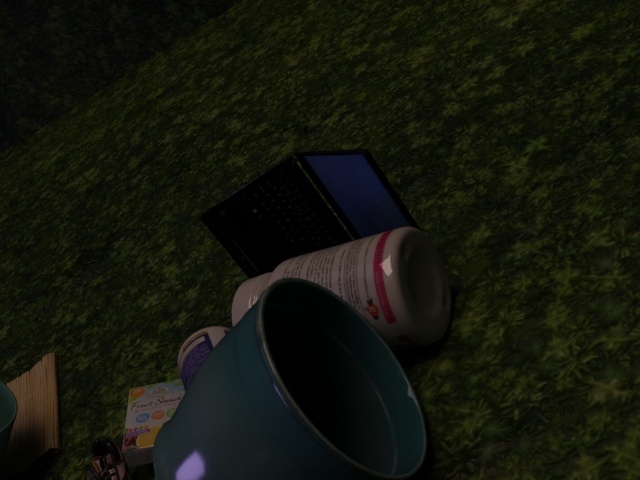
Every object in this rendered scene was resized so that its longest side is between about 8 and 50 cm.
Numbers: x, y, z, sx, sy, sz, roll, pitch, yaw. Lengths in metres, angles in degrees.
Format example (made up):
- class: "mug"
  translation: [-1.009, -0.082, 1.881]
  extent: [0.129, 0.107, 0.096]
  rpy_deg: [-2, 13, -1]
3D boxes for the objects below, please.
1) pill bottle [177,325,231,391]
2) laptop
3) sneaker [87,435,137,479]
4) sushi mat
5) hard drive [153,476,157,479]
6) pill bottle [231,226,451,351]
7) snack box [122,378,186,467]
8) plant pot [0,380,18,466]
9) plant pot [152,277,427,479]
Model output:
- class: "pill bottle"
  translation: [-0.138, 0.214, 1.373]
  extent: [0.112, 0.112, 0.187]
  rpy_deg: [-37, 29, 0]
- class: "laptop"
  translation: [0.000, 0.000, 1.402]
  extent: [0.264, 0.234, 0.136]
  rpy_deg: [-33, 29, 5]
- class: "sneaker"
  translation: [-0.310, 0.356, 1.393]
  extent: [0.072, 0.077, 0.178]
  rpy_deg: [-40, 31, -2]
- class: "sushi mat"
  translation: [-0.544, 0.327, 1.740]
  extent: [0.151, 0.019, 0.316]
  rpy_deg: [-37, 30, 2]
- class: "hard drive"
  translation: [-0.181, 0.344, 1.328]
  extent: [0.135, 0.022, 0.094]
  rpy_deg: [-21, 34, 26]
- class: "pill bottle"
  translation: [0.025, 0.088, 1.326]
  extent: [0.283, 0.160, 0.160]
  rpy_deg: [-16, 36, 32]
- class: "snack box"
  translation: [-0.245, 0.275, 1.446]
  extent: [0.100, 0.037, 0.141]
  rpy_deg: [-10, 32, 1]
- class: "plant pot"
  translation: [-0.663, 0.362, 1.550]
  extent: [0.293, 0.292, 0.235]
  rpy_deg: [-134, 55, -60]
- class: "plant pot"
  translation: [-0.055, 0.227, 1.143]
  extent: [0.255, 0.271, 0.272]
  rpy_deg: [-41, 26, 24]
